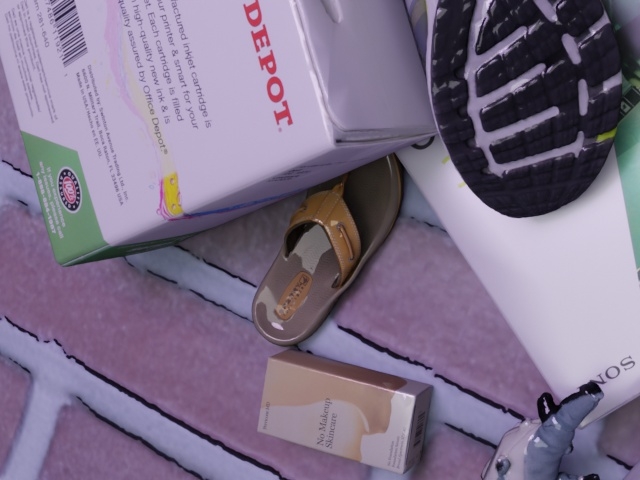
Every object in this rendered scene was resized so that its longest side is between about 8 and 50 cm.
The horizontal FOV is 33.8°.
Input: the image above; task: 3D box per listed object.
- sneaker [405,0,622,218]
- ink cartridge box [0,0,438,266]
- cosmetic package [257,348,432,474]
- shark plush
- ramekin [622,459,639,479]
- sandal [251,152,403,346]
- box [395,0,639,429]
[{"bbox_3d":[0.094,-0.158,0.613,0.111,0.121,0.300,-16,105,6],"label":"sneaker"},{"bbox_3d":[-0.081,-0.118,0.702,0.278,0.117,0.202,-20,84,40],"label":"ink cartridge box"},{"bbox_3d":[0.017,0.120,0.750,0.115,0.041,0.060,10,97,23],"label":"cosmetic package"},{"bbox_3d":[0.145,0.143,0.671,0.067,0.073,0.161,23,118,10],"label":"shark plush"},{"bbox_3d":[0.217,0.212,0.554,0.127,0.273,0.273,36,106,6],"label":"ramekin"},{"bbox_3d":[0.000,0.000,0.747,0.072,0.049,0.180,35,105,18],"label":"sandal"},{"bbox_3d":[0.172,-0.076,0.664,0.232,0.058,0.322,-37,79,21],"label":"box"}]
